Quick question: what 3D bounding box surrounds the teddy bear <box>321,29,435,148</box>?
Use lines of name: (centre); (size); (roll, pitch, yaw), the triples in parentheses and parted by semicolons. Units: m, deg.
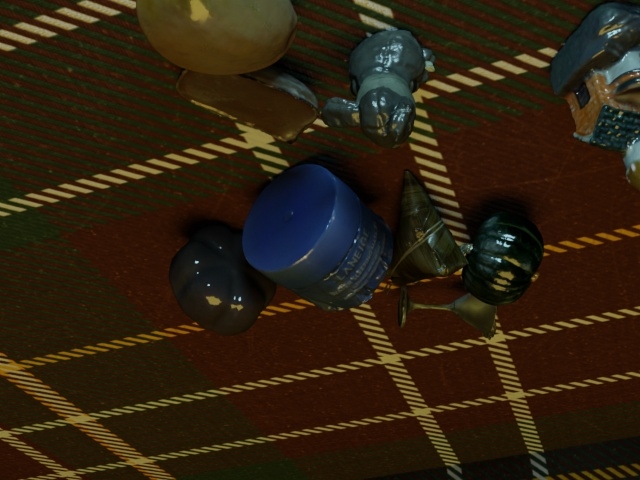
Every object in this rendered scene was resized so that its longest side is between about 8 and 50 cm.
teddy bear: (0.096, -0.238, 1.376); (0.171, 0.251, 0.144); (2, 143, 19)

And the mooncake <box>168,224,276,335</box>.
mooncake: (-0.213, 0.086, 1.773); (0.245, 0.245, 0.133); (19, 136, -25)

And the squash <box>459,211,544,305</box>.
squash: (0.397, 0.040, 1.754); (0.218, 0.172, 0.218); (-42, 161, -18)

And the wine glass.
wine glass: (0.309, 0.163, 1.967); (0.232, 0.156, 0.156); (3, 142, 0)

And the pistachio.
pistachio: (-0.155, -0.354, 1.249); (0.212, 0.163, 0.260); (-47, 130, 12)

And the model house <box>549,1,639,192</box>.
model house: (0.564, -0.220, 1.363); (0.271, 0.300, 0.190); (12, 147, -17)

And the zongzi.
zongzi: (0.187, -0.020, 1.774); (0.111, 0.241, 0.248); (-26, -179, -29)

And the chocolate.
chocolate: (-0.124, -0.276, 1.425); (0.261, 0.083, 0.161); (22, 154, -27)

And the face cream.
face cream: (0.000, 0.000, 1.654); (0.249, 0.249, 0.225); (-26, 139, 28)
